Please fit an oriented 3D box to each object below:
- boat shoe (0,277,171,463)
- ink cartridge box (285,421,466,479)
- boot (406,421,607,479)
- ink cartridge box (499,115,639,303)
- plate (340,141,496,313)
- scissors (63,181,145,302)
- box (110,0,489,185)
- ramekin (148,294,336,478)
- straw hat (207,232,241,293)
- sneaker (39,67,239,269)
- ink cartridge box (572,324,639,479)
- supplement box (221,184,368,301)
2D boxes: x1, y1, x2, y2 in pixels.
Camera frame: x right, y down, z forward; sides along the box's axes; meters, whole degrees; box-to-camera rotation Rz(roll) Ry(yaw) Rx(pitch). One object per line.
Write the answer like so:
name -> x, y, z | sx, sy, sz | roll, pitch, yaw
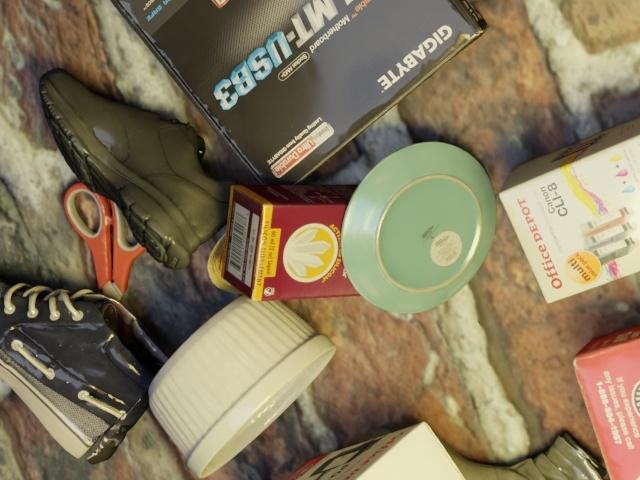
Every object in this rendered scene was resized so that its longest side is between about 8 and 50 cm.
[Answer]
boat shoe -> -0.322, 0.089, 1.450 | 0.340, 0.127, 0.158 | 44, 112, -4
ink cartridge box -> 0.021, 0.297, 1.329 | 0.100, 0.172, 0.237 | 57, 142, -2
boot -> 0.219, 0.261, 1.380 | 0.161, 0.083, 0.246 | -42, 90, 9
ink cartridge box -> 0.286, -0.036, 1.243 | 0.176, 0.127, 0.128 | -23, 98, 21
plate -> 0.109, -0.009, 1.293 | 0.188, 0.024, 0.188 | -9, 110, -25
scissors -> -0.239, 0.063, 1.472 | 0.109, 0.021, 0.297 | -2, 103, 16
box -> -0.027, -0.243, 1.309 | 0.295, 0.073, 0.293 | -37, 91, 21
ramekin -> -0.092, 0.150, 1.363 | 0.109, 0.207, 0.207 | 46, 111, 10
straw hat -> -0.066, -0.009, 1.380 | 0.144, 0.144, 0.061 | -47, 46, 21
sneaker -> -0.202, -0.097, 1.383 | 0.130, 0.109, 0.286 | -38, 73, -18
ink cartridge box -> 0.477, 0.181, 1.203 | 0.384, 0.160, 0.279 | -19, 84, 19
supplement box -> 0.000, 0.000, 1.303 | 0.188, 0.081, 0.104 | -2, 108, -30
